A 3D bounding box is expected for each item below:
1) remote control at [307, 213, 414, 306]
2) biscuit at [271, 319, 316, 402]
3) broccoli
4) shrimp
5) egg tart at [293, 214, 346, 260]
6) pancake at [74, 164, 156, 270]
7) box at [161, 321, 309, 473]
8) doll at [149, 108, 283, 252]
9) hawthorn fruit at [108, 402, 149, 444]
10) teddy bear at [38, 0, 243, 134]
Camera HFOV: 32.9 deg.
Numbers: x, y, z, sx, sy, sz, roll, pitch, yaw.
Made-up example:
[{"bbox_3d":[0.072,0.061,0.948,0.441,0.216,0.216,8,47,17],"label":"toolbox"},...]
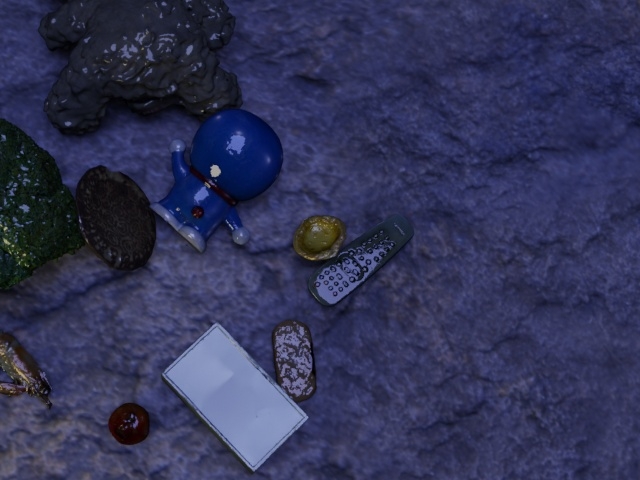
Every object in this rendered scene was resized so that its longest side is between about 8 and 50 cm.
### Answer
[{"bbox_3d":[0.074,0.034,1.938,0.222,0.042,0.072,-38,81,-14],"label":"remote control"},{"bbox_3d":[-0.045,0.209,1.888,0.071,0.018,0.147,-6,77,-6],"label":"biscuit"},{"bbox_3d":[-0.574,-0.061,1.755,0.413,0.321,0.310,16,82,-20],"label":"broccoli"},{"bbox_3d":[-0.520,0.222,1.810,0.180,0.041,0.099,40,75,3],"label":"shrimp"},{"bbox_3d":[0.000,0.000,1.927,0.105,0.039,0.105,-6,52,7],"label":"egg tart"},{"bbox_3d":[-0.348,-0.039,1.845,0.021,0.199,0.199,-23,76,29],"label":"pancake"},{"bbox_3d":[-0.146,0.266,1.825,0.129,0.086,0.225,-43,84,-15],"label":"box"},{"bbox_3d":[-0.176,-0.106,1.899,0.215,0.161,0.257,42,90,-9],"label":"doll"},{"bbox_3d":[-0.318,0.305,1.799,0.077,0.077,0.077,2,75,-7],"label":"hawthorn fruit"},{"bbox_3d":[-0.333,-0.389,1.939,0.357,0.224,0.367,-9,62,-8],"label":"teddy bear"}]
